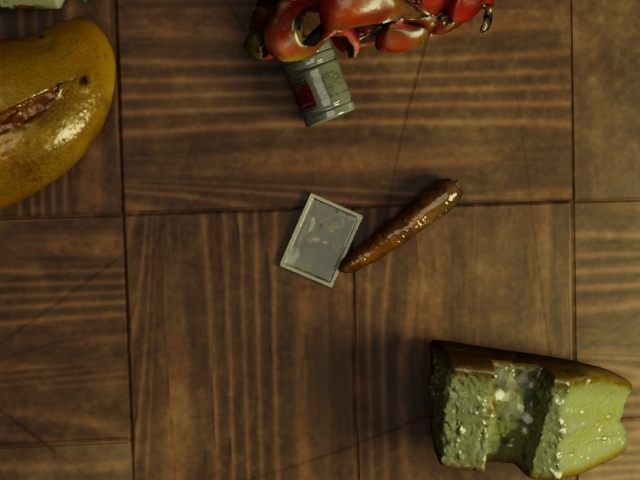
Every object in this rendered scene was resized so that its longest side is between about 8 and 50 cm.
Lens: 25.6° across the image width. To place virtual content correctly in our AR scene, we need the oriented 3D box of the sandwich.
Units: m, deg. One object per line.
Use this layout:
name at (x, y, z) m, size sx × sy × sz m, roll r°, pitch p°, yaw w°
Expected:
sandwich at (0.234, 0.184, 1.527) m, size 0.236 × 0.128 × 0.122 m, roll 6°, pitch 101°, yaw -5°

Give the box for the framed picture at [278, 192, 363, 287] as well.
framed picture at (0.000, 0.000, 1.551) m, size 0.066 × 0.006 × 0.089 m, roll 24°, pitch 91°, yaw -7°

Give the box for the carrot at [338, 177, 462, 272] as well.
carrot at (0.088, -0.013, 1.544) m, size 0.165 × 0.035 × 0.035 m, roll -38°, pitch 96°, yaw -1°

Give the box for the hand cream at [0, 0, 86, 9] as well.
hand cream at (-0.382, -0.275, 1.478) m, size 0.276 × 0.059 × 0.095 m, roll 0°, pitch 92°, yaw -1°

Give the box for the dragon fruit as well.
dragon fruit at (0.069, -0.299, 1.421) m, size 0.243 × 0.227 × 0.307 m, roll 12°, pitch 60°, yaw 21°

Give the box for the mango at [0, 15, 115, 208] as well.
mango at (-0.343, -0.124, 1.455) m, size 0.295 × 0.120 × 0.177 m, roll -26°, pitch 97°, yaw -3°

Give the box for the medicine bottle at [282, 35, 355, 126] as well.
medicine bottle at (-0.005, -0.174, 1.514) m, size 0.058 × 0.058 × 0.091 m, roll -22°, pitch 95°, yaw -3°
